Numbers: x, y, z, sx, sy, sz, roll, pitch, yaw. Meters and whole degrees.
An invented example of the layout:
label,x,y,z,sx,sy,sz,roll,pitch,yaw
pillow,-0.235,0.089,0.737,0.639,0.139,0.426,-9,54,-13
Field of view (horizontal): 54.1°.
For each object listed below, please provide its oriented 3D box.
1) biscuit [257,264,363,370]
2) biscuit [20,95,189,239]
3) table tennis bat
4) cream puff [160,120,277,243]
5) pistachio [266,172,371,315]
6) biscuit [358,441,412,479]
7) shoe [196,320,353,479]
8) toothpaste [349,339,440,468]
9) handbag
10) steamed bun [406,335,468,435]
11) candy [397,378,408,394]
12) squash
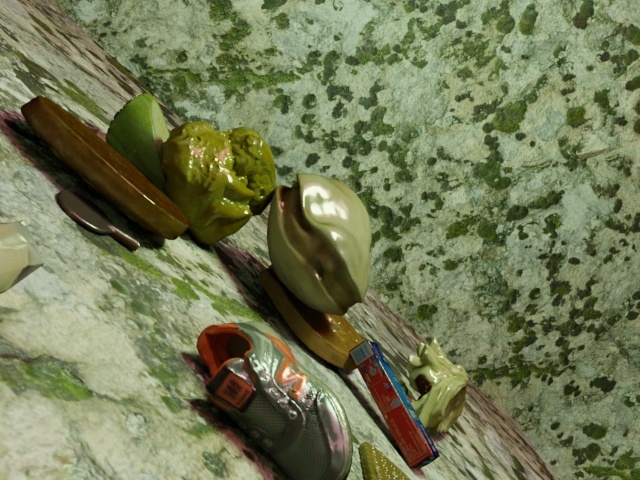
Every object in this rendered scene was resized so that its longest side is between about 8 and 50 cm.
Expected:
label,x,y,z,sx,sy,sz,roll,pitch,yaw
biscuit,-0.021,0.212,1.720,0.365,0.062,0.385,49,10,26
biscuit,-0.440,-0.138,1.312,0.394,0.070,0.350,42,-1,4
table tennis bat,-0.370,-0.071,1.136,0.170,0.119,0.107,39,10,-26
cream puff,-0.243,-0.143,1.566,0.323,0.270,0.274,73,10,-46
pistachio,0.000,0.000,1.636,0.365,0.281,0.445,59,7,-28
biscuit,0.148,0.489,1.176,0.172,0.029,0.254,44,7,-10
shoe,-0.088,0.234,0.945,0.171,0.132,0.336,28,14,-50
toothpaste,0.177,0.395,1.534,0.076,0.066,0.320,34,24,-57
handbag,-0.358,0.028,0.586,0.095,0.117,0.173,63,8,-4
steamed bun,0.337,0.429,1.864,0.189,0.247,0.428,31,3,24
candy,0.185,0.403,1.897,0.202,0.061,0.061,39,2,37
squash,-0.403,-0.229,1.615,0.260,0.189,0.189,42,7,1
